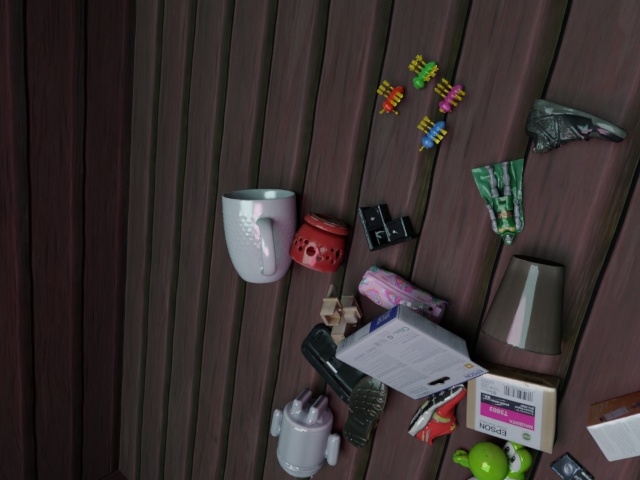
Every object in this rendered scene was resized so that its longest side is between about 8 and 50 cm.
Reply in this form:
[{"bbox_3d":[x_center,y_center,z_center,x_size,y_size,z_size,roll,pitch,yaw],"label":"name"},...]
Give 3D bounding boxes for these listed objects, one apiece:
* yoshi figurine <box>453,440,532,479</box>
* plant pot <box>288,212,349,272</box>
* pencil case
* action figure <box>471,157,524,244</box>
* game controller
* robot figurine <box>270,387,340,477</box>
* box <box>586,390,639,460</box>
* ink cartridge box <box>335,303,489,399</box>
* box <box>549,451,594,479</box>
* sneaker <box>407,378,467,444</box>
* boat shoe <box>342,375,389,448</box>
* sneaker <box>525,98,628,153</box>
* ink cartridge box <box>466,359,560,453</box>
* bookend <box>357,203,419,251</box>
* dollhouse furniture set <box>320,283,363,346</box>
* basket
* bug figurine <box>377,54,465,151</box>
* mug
[{"bbox_3d":[0.470,0.724,1.217,0.204,0.203,0.362,37,114,34],"label":"yoshi figurine"},{"bbox_3d":[0.000,0.000,1.464,0.191,0.191,0.174,26,104,31],"label":"plant pot"},{"bbox_3d":[0.266,0.185,1.329,0.284,0.124,0.124,29,112,33],"label":"pencil case"},{"bbox_3d":[0.514,-0.101,1.149,0.137,0.063,0.232,-10,94,34],"label":"action figure"},{"bbox_3d":[0.059,0.473,1.572,0.319,0.067,0.166,44,105,23],"label":"game controller"},{"bbox_3d":[-0.061,0.768,1.605,0.300,0.200,0.353,17,106,25],"label":"robot figurine"},{"bbox_3d":[0.764,0.444,0.995,0.170,0.130,0.091,-38,73,33],"label":"box"},{"bbox_3d":[0.267,0.350,1.241,0.330,0.071,0.324,30,136,-14],"label":"ink cartridge box"},{"bbox_3d":[0.699,0.645,1.140,0.083,0.018,0.067,45,120,23],"label":"box"},{"bbox_3d":[0.398,0.554,1.319,0.118,0.107,0.279,33,119,8],"label":"sneaker"},{"bbox_3d":[0.170,0.588,1.457,0.123,0.120,0.323,31,119,25],"label":"boat shoe"},{"bbox_3d":[0.625,-0.263,1.028,0.228,0.087,0.130,32,116,32],"label":"sneaker"},{"bbox_3d":[0.551,0.471,1.183,0.235,0.088,0.193,3,97,35],"label":"ink cartridge box"},{"bbox_3d":[0.224,-0.059,1.358,0.157,0.072,0.156,-19,85,36],"label":"bookend"},{"bbox_3d":[0.226,0.259,1.341,0.356,0.173,0.303,-7,130,26],"label":"dollhouse furniture set"},{"bbox_3d":[0.560,0.162,1.098,0.204,0.154,0.226,16,102,33],"label":"basket"},{"bbox_3d":[0.313,-0.418,1.242,0.216,0.072,0.279,-49,63,24],"label":"bug figurine"},{"bbox_3d":[-0.215,-0.004,1.526,0.374,0.276,0.327,-134,42,-69],"label":"mug"}]
